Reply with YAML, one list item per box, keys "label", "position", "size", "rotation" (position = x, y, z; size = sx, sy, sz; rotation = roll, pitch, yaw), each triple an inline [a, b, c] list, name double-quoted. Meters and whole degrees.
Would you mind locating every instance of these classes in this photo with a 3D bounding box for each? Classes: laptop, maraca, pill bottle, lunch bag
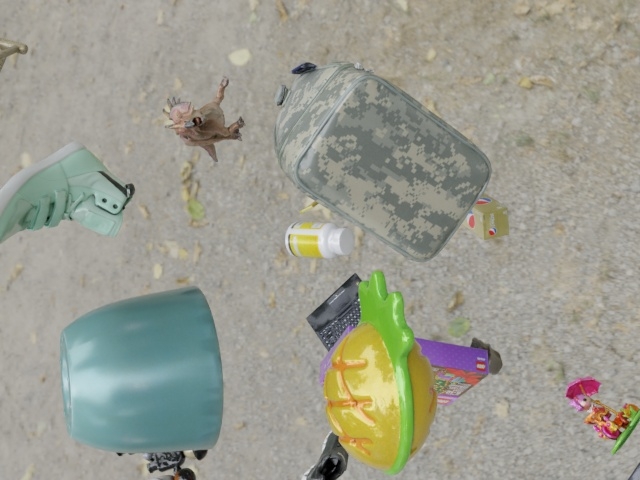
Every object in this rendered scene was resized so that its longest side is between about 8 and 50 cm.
- label: "laptop"
  position: [0.071, 0.270, 2.192]
  size: [0.234, 0.137, 0.264]
  rotation: [-44, 68, 22]
- label: "maraca"
  position: [0.054, 0.120, 0.657]
  size: [0.127, 0.099, 0.185]
  rotation: [-134, 41, -59]
- label: "pill bottle"
  position: [0.000, 0.000, 1.314]
  size: [0.116, 0.065, 0.065]
  rotation: [3, 86, 38]
- label: "lunch bag"
  position: [0.077, -0.142, 1.180]
  size: [0.212, 0.305, 0.256]
  rotation: [-57, 23, 7]

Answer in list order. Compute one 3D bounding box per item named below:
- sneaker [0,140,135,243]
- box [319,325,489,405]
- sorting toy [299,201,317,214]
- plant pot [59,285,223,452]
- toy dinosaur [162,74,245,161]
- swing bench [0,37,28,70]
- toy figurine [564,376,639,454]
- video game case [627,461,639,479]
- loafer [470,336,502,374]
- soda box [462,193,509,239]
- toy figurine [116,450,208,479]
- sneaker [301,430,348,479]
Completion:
- label: "sneaker"
  position: [-0.384, -0.045, 1.119]
  size: [0.151, 0.256, 0.094]
  rotation: [37, 130, -3]
- label: "box"
  position: [0.164, 0.260, 1.504]
  size: [0.201, 0.293, 0.057]
  rotation: [118, 160, -57]
- label: "sorting toy"
  position: [0.081, -0.121, 1.726]
  size: [0.275, 0.132, 0.046]
  rotation: [-29, 95, 21]
- label: "plant pot"
  position: [-0.323, 0.234, 1.286]
  size: [0.293, 0.235, 0.292]
  rotation: [176, 90, -65]
- label: "toy dinosaur"
  position: [-0.306, -0.284, 1.848]
  size: [0.127, 0.200, 0.295]
  rotation: [58, 157, 12]
- label: "swing bench"
  position: [-0.649, -0.280, 1.156]
  size: [0.165, 0.255, 0.253]
  rotation: [-55, 12, 22]
- label: "toy figurine"
  position: [0.610, 0.373, 1.632]
  size: [0.159, 0.173, 0.130]
  rotation: [33, 127, 29]
- label: "video game case"
  position: [0.704, 0.383, 1.465]
  size: [0.035, 0.248, 0.274]
  rotation: [37, 100, 32]
- label: "loafer"
  position: [0.374, 0.264, 1.672]
  size: [0.078, 0.220, 0.080]
  rotation: [11, 86, 11]
- label: "soda box"
  position: [0.326, -0.062, 1.550]
  size: [0.181, 0.058, 0.061]
  rotation: [-128, 26, -66]
- label: "toy figurine"
  position: [-0.353, 0.461, 1.672]
  size: [0.148, 0.209, 0.213]
  rotation: [-17, 103, 1]
- label: "sneaker"
  position: [0.041, 0.573, 1.961]
  size: [0.078, 0.234, 0.106]
  rotation: [46, 139, -7]
